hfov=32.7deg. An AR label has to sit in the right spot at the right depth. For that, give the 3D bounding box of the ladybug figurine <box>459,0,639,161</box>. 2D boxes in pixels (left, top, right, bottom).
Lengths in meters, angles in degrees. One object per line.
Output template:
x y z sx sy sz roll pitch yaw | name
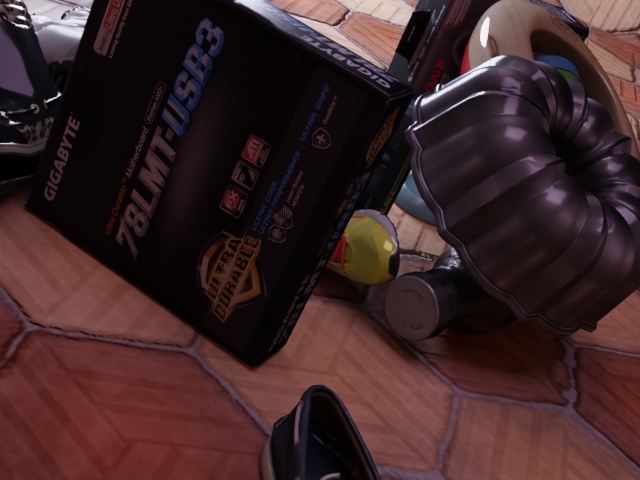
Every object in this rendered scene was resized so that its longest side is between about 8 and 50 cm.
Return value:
0.318 -0.171 1.586 0.305 0.162 0.449 28 41 -26 | ladybug figurine

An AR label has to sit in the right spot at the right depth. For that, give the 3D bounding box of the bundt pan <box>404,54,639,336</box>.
0.255 -0.066 1.199 0.331 0.124 0.330 28 44 -30 | bundt pan

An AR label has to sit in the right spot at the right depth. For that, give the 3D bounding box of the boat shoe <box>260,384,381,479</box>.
0.020 0.213 0.820 0.095 0.079 0.254 15 29 -21 | boat shoe

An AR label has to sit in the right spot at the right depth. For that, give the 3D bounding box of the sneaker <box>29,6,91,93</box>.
-0.297 -0.206 1.282 0.108 0.100 0.271 34 27 4 | sneaker

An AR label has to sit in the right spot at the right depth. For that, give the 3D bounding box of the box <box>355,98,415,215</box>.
-0.002 -0.127 1.294 0.233 0.183 0.059 34 28 18 | box

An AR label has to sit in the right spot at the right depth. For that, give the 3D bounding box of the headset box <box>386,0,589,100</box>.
0.259 -0.309 1.800 0.293 0.218 0.110 12 28 -26 | headset box

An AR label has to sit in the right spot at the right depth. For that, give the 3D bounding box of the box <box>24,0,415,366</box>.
-0.106 -0.082 1.003 0.293 0.295 0.073 33 26 13 | box

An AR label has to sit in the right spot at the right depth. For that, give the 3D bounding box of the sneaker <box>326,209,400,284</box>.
0.000 0.000 1.179 0.094 0.081 0.208 -11 24 -38 | sneaker

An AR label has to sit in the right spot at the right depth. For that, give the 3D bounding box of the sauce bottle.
0.199 0.044 1.237 0.111 0.111 0.344 40 29 26 | sauce bottle

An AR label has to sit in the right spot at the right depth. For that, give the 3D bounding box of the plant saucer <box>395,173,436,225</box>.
0.147 -0.059 1.476 0.119 0.021 0.119 20 28 -11 | plant saucer

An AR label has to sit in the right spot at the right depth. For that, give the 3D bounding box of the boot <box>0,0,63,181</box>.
-0.337 -0.149 1.069 0.236 0.085 0.178 -21 86 -62 | boot
